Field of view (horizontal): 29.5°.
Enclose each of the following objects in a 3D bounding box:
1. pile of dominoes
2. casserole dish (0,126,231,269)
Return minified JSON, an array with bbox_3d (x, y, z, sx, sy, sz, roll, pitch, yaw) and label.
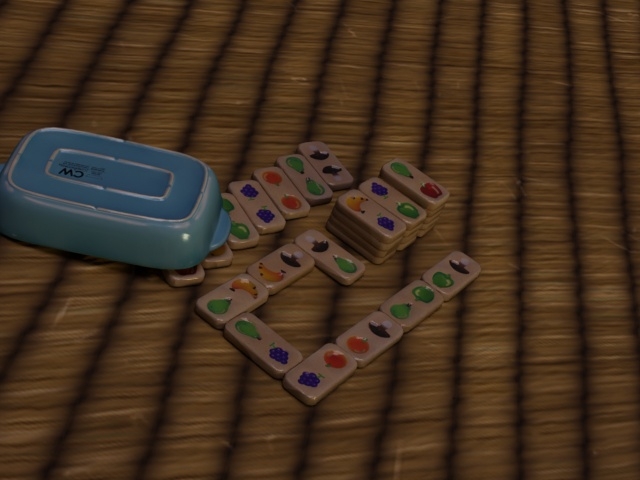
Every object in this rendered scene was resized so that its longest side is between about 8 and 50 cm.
[{"bbox_3d":[0.000,0.000,0.942,0.196,0.040,0.251,37,41,19],"label":"pile of dominoes"},{"bbox_3d":[-0.158,-0.037,0.907,0.189,0.037,0.114,12,40,0],"label":"casserole dish"}]
